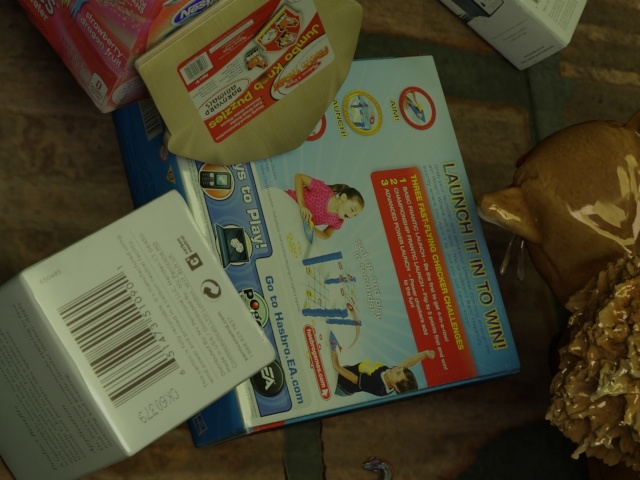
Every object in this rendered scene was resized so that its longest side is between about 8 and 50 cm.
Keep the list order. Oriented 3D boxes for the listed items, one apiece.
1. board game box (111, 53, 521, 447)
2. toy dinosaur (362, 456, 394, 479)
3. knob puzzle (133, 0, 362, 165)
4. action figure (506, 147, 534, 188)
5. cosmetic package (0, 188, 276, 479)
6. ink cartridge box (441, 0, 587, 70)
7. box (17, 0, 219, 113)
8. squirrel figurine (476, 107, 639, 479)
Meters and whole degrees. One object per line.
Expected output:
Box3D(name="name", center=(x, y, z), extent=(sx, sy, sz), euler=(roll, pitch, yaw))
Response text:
Box3D(name="board game box", center=(0.000, 0.000, 1.434), extent=(0.302, 0.086, 0.308), euler=(-8, 78, -37))
Box3D(name="toy dinosaur", center=(0.042, 0.230, 1.427), extent=(0.082, 0.047, 0.090), euler=(-46, 135, -45))
Box3D(name="knob puzzle", center=(-0.050, -0.135, 1.306), extent=(0.213, 0.213, 0.030), euler=(-12, 46, -37))
Box3D(name="action figure", center=(0.326, 0.008, 1.627), extent=(0.280, 0.139, 0.091), euler=(46, 43, -16))
Box3D(name="cosmetic package", center=(-0.165, 0.080, 1.230), extent=(0.151, 0.184, 0.151), euler=(-32, 93, -37))
Box3D(name="ink cartridge box", center=(0.181, -0.289, 1.664), extent=(0.191, 0.082, 0.139), euler=(38, 56, -17))
Box3D(name="box", center=(-0.180, -0.273, 1.311), extent=(0.142, 0.154, 0.300), euler=(-25, 69, -37))
Box3D(name="squirrel figurine", center=(0.297, 0.075, 1.393), extent=(0.281, 0.397, 0.370), euler=(-24, 98, 3))
